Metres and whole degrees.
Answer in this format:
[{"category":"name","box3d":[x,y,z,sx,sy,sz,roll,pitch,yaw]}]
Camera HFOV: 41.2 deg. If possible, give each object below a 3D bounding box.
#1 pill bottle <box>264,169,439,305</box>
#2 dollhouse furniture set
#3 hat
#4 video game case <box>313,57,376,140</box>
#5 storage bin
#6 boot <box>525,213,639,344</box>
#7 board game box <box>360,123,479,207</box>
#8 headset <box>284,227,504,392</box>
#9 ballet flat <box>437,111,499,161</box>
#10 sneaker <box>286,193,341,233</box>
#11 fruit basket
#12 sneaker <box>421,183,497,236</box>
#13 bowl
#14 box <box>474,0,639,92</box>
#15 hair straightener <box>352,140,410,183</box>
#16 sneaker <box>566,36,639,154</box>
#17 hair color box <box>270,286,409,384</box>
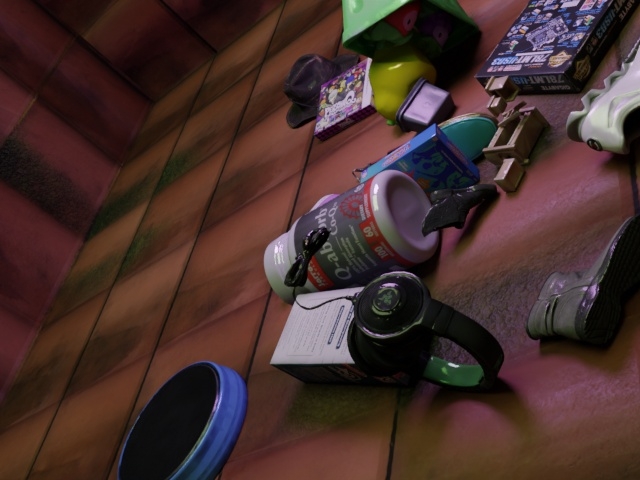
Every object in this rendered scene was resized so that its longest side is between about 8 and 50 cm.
[{"category":"pill bottle","box3d":[0.060,0.009,1.867,0.363,0.210,0.210,-28,33,36]},{"category":"dollhouse furniture set","box3d":[0.358,-0.219,1.769,0.101,0.161,0.182,-1,52,56]},{"category":"hat","box3d":[-0.030,-0.535,2.802,0.331,0.134,0.331,-36,28,23]},{"category":"video game case","box3d":[0.085,-0.429,2.558,0.232,0.042,0.210,-23,45,40]},{"category":"storage bin","box3d":[0.269,-0.323,2.134,0.091,0.098,0.135,28,76,34]},{"category":"boot","box3d":[0.433,0.058,1.392,0.246,0.083,0.161,-55,22,-15]},{"category":"board game box","box3d":[0.219,-0.141,1.880,0.210,0.160,0.047,-33,31,30]},{"category":"headset","box3d":[0.127,0.121,1.450,0.243,0.394,0.185,97,-162,-64]},{"category":"ballet flat","box3d":[0.266,-0.195,1.965,0.342,0.116,0.124,-39,9,27]},{"category":"sneaker","box3d":[0.000,-0.001,2.097,0.282,0.102,0.161,-56,31,-14]},{"category":"fruit basket","box3d":[0.231,-0.500,2.209,0.283,0.392,0.392,-26,35,32]},{"category":"sneaker","box3d":[0.287,-0.062,1.757,0.051,0.170,0.089,104,158,-73]},{"category":"bowl","box3d":[-0.337,0.460,2.024,0.391,0.077,0.391,-36,29,24]},{"category":"box","box3d":[0.534,-0.462,1.922,0.293,0.073,0.295,-56,28,-12]},{"category":"hair straightener","box3d":[0.153,-0.184,2.159,0.230,0.047,0.089,-13,43,50]},{"category":"sneaker","box3d":[0.612,-0.280,1.544,0.330,0.122,0.146,-49,45,-1]},{"category":"hair color box","box3d":[0.055,0.194,1.720,0.347,0.105,0.174,-12,51,55]}]
